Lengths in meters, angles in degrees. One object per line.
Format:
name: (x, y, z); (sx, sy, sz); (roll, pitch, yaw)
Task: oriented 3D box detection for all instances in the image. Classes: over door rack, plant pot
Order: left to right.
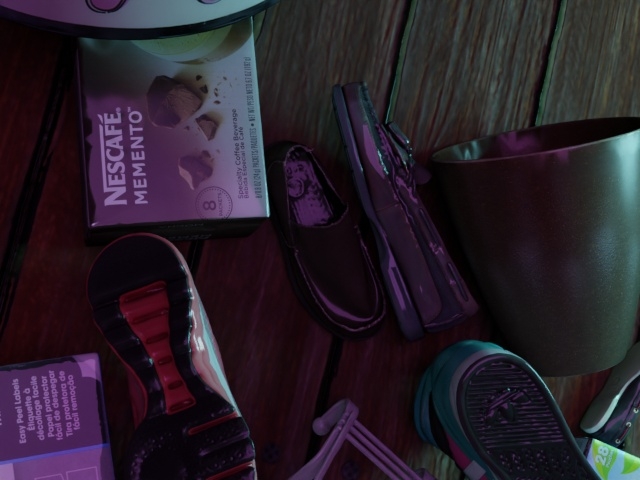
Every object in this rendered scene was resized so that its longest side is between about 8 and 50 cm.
over door rack: (0.038, 0.326, 1.000); (0.239, 0.108, 0.324); (42, 35, -9)
plant pot: (0.235, 0.010, 1.120); (0.215, 0.215, 0.230); (-14, 100, -15)

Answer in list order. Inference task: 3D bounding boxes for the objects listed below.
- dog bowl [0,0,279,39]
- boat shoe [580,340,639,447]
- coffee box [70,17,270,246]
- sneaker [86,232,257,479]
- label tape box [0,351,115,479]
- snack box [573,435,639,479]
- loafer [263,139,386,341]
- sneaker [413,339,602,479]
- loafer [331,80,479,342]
dog bowl: (-0.181, -0.363, 0.982); (0.408, 0.150, 0.408); (5, 50, -6)
boat shoe: (0.327, 0.158, 1.189); (0.042, 0.049, 0.133); (39, 78, -12)
coffee box: (-0.151, -0.151, 1.074); (0.168, 0.119, 0.297); (-3, 83, -14)
sneaker: (-0.115, 0.149, 1.017); (0.116, 0.136, 0.314); (-17, 73, 5)
label tape box: (-0.345, 0.242, 0.982); (0.333, 0.106, 0.241); (-8, 85, -15)
snack box: (0.305, 0.328, 1.148); (0.174, 0.070, 0.207); (25, 77, -9)
loafer: (0.000, 0.000, 1.112); (0.080, 0.078, 0.220); (-29, 90, -16)
sneaker: (0.180, 0.216, 1.084); (0.123, 0.178, 0.296); (-26, 105, -6)
loafer: (0.084, -0.036, 1.124); (0.084, 0.096, 0.268); (-17, 96, 4)
